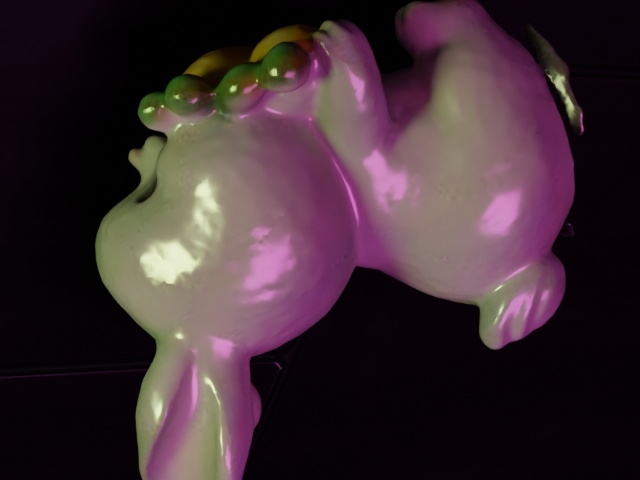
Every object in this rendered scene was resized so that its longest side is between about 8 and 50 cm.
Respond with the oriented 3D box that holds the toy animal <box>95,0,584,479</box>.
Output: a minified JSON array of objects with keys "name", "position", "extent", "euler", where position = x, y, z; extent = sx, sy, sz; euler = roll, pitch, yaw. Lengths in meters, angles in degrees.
[{"name":"toy animal","position":[-0.003,-0.006,1.043],"extent":[0.310,0.183,0.247],"euler":[-26,105,-16]}]
